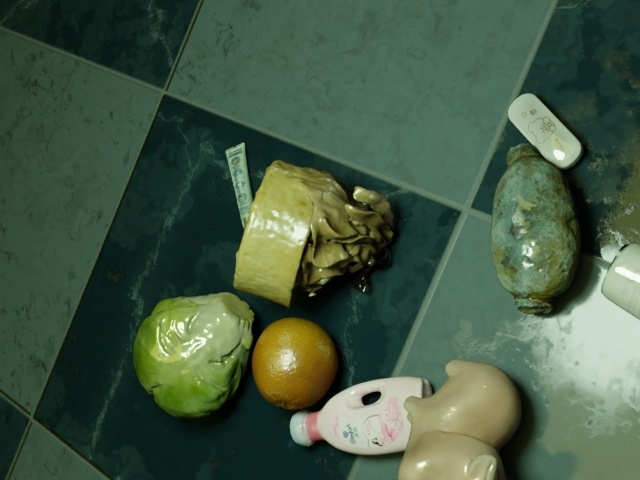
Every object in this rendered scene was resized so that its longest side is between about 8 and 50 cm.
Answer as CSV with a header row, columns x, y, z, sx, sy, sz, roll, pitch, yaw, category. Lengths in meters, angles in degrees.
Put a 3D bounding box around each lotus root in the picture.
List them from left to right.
x,y,z,sx,sy,sz,roll,pitch,yaw,category
0.424,-0.034,1.797,0.175,0.175,0.350,-10,75,31,lotus root

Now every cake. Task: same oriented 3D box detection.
x,y,z,sx,sy,sz,roll,pitch,yaw,category
-0.002,0.006,2.008,0.321,0.332,0.332,16,89,4,cake

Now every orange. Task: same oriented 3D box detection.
x,y,z,sx,sy,sz,roll,pitch,yaw,category
-0.058,0.276,2.020,0.206,0.206,0.206,-7,76,31,orange

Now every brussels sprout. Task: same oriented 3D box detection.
x,y,z,sx,sy,sz,roll,pitch,yaw,category
-0.306,0.259,2.154,0.273,0.242,0.317,21,91,28,brussels sprout

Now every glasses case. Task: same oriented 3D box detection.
x,y,z,sx,sy,sz,roll,pitch,yaw,category
0.465,-0.227,1.876,0.074,0.049,0.193,-45,59,18,glasses case

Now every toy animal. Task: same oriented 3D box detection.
x,y,z,sx,sy,sz,roll,pitch,yaw,category
0.276,0.394,1.749,0.326,0.237,0.269,-44,50,-13,toy animal

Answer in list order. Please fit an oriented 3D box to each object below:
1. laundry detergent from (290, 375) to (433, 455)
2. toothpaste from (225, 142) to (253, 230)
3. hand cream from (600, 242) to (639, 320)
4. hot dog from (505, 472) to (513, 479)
x,y,z,sx,sy,sz,roll,pitch,yaw,category
0.087,0.388,1.966,0.335,0.088,0.159,-14,69,30,laundry detergent
-0.197,-0.137,2.291,0.062,0.039,0.239,-23,66,23,toothpaste
0.677,0.135,1.621,0.358,0.118,0.186,36,137,32,hand cream
0.365,0.488,1.801,0.137,0.028,0.044,36,101,31,hot dog
